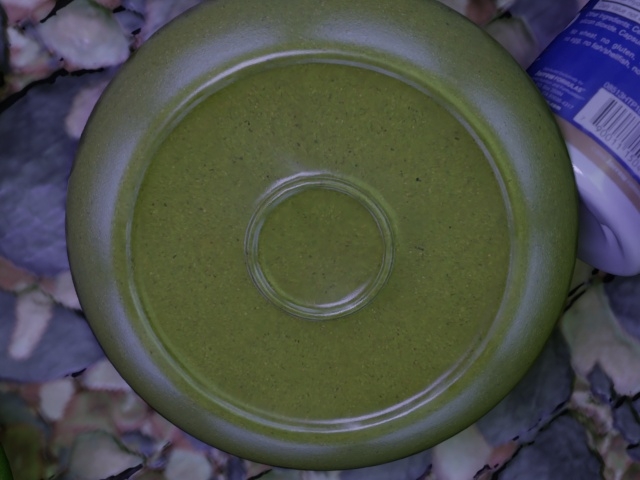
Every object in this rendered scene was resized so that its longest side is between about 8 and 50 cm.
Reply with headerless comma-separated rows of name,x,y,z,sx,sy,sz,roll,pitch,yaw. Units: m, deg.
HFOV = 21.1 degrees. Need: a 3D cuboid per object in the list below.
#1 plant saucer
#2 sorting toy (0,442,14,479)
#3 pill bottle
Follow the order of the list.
plant saucer,0.000,0.000,0.787,0.241,0.037,0.240,0,104,1
sorting toy,-0.157,0.059,0.765,0.126,0.127,0.365,-33,115,-47
pill bottle,0.176,-0.084,0.864,0.186,0.112,0.112,-47,112,-11
